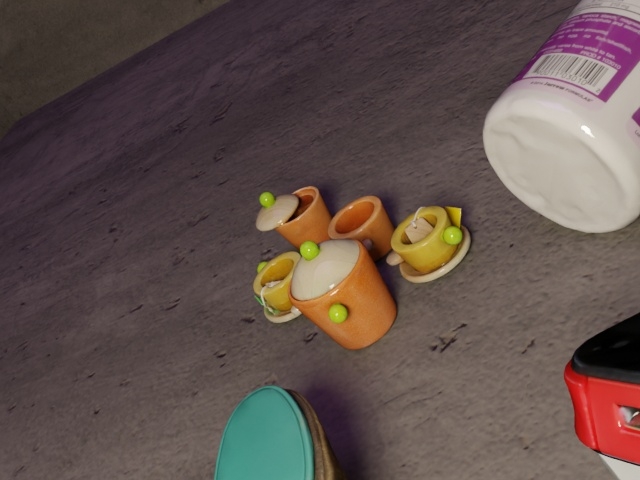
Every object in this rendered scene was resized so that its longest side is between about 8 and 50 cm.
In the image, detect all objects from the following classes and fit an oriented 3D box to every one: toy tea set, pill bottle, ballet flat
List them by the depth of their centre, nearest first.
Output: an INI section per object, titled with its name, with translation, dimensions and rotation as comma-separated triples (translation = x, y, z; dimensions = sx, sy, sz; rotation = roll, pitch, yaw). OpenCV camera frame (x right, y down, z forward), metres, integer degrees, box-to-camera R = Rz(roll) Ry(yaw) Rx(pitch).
[ballet flat]
translation = -0.003, 0.243, 0.709
dimensions = 0.116, 0.124, 0.342
rotation = -41, 24, 7
[pill bottle]
translation = 0.304, -0.165, 0.923
dimensions = 0.301, 0.169, 0.169
rotation = -48, 29, -20
[toy tea set]
translation = 0.000, 0.000, 1.083
dimensions = 0.200, 0.124, 0.336
rotation = -48, 29, -19

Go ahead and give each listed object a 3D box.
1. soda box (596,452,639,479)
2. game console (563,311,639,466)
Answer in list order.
[soda box]
translation = 0.248, 0.178, 0.561
dimensions = 0.069, 0.074, 0.216
rotation = -36, 27, 3
[game console]
translation = 0.346, 0.039, 0.491
dimensions = 0.342, 0.060, 0.386
rotation = -21, 6, -19
